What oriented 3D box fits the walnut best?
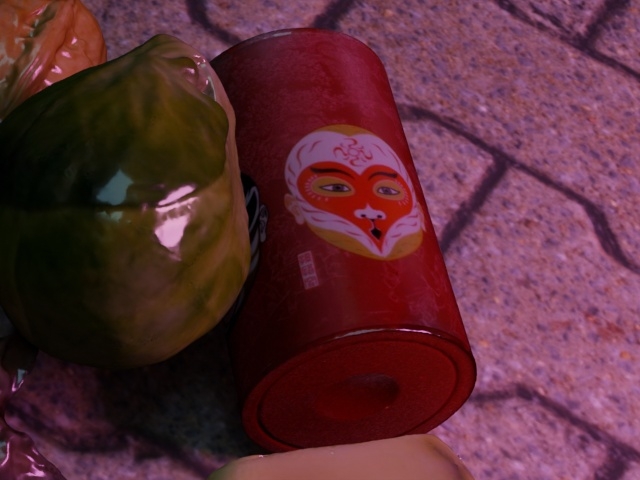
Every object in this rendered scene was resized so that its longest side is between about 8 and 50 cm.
[{"bbox_3d":[-0.283,-0.157,1.485,0.159,0.159,0.207,16,45,1],"label":"walnut"}]

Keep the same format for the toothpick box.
[{"bbox_3d":[0.000,0.000,1.389,0.204,0.204,0.333,-3,53,-14],"label":"toothpick box"}]

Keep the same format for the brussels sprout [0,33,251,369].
[{"bbox_3d":[-0.164,-0.035,1.274,0.219,0.210,0.271,4,54,32],"label":"brussels sprout"}]

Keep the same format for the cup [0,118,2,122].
[{"bbox_3d":[-0.389,-0.007,1.343,0.299,0.167,0.173,-45,52,-11],"label":"cup"}]

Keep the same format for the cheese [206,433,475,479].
[{"bbox_3d":[0.043,0.296,1.212,0.259,0.128,0.316,-6,56,-19],"label":"cheese"}]

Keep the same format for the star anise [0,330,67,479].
[{"bbox_3d":[-0.334,0.153,1.205,0.315,0.108,0.315,21,59,-39],"label":"star anise"}]
